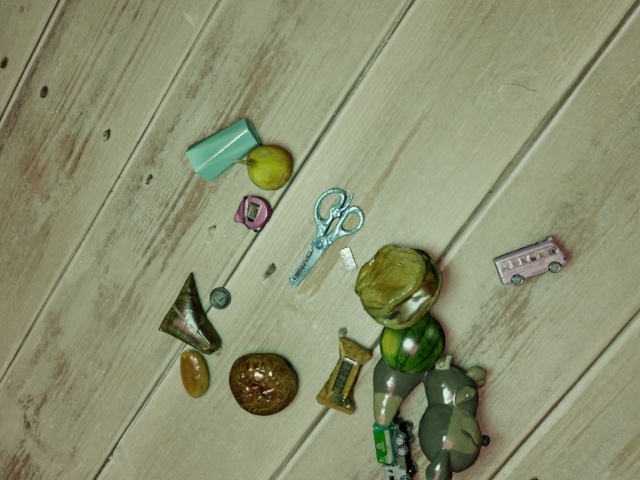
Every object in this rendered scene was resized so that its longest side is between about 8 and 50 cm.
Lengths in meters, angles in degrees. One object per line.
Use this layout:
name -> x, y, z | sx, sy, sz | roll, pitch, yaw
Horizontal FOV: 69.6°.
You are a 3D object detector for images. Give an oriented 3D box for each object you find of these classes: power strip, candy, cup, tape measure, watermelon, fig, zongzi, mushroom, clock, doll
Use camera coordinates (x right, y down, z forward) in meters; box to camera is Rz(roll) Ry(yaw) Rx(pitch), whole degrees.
power strip -> 0.095, 0.065, 1.600 | 0.040, 0.016, 0.090 | -20, 91, 13
candy -> 0.087, 0.479, 1.599 | 0.143, 0.101, 0.271 | 24, 105, 15
cup -> -0.329, -0.318, 1.603 | 0.235, 0.134, 0.148 | -26, 92, 12
tape measure -> -0.236, -0.095, 1.629 | 0.118, 0.074, 0.125 | 21, 101, 9
watermelon -> 0.289, 0.305, 1.464 | 0.204, 0.127, 0.232 | 34, 77, 34
fig -> -0.201, -0.251, 1.522 | 0.159, 0.257, 0.159 | 2, 94, 28
zongzi -> -0.434, 0.278, 1.692 | 0.247, 0.111, 0.241 | 29, 94, 3
mushroom -> -0.208, 0.509, 1.640 | 0.253, 0.153, 0.253 | 3, 106, 11
clock -> -0.372, 0.215, 1.713 | 0.085, 0.017, 0.085 | 1, 95, 12
doll -> 0.345, 0.570, 1.483 | 0.378, 0.252, 0.382 | 4, 59, 32

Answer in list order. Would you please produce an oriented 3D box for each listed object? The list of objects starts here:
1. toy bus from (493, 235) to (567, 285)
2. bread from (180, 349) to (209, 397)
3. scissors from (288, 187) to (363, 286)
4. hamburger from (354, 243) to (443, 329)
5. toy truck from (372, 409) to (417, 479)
toy bus -> 0.652, 0.068, 1.443 | 0.199, 0.096, 0.108 | -23, 85, 16
bread -> -0.470, 0.496, 1.730 | 0.114, 0.077, 0.189 | -4, 95, 32
scissors -> 0.000, 0.000, 1.608 | 0.180, 0.032, 0.393 | 36, 101, 8
hamburger -> 0.250, 0.141, 1.464 | 0.134, 0.285, 0.265 | 34, 104, -28
toy truck -> 0.257, 0.707, 1.576 | 0.124, 0.114, 0.253 | -5, 94, 26
